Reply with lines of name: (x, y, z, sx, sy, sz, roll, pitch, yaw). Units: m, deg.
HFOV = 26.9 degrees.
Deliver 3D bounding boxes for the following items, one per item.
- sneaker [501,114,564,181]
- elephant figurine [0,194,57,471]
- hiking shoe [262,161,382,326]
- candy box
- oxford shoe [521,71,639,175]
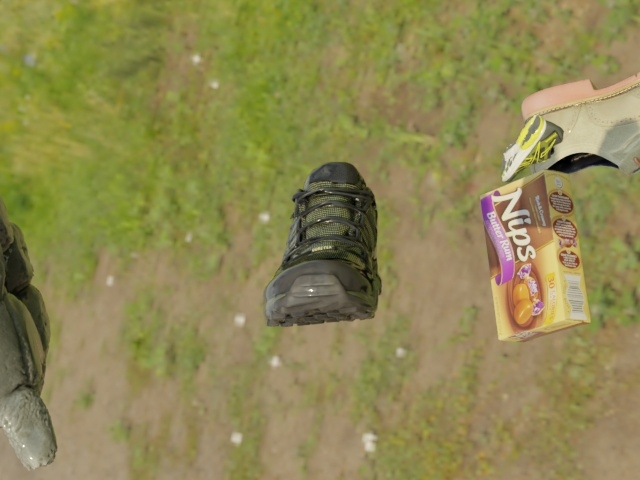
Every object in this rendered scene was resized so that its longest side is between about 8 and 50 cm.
sneaker: (0.189, -0.077, 1.202, 0.083, 0.035, 0.031, 123, 159, -51)
elephant figurine: (-0.305, 0.066, 0.864, 0.186, 0.239, 0.169, -114, 8, -71)
hiking shoe: (0.000, 0.000, 0.990, 0.227, 0.086, 0.114, -40, -56, -84)
candy box: (0.256, 0.019, 1.606, 0.109, 0.053, 0.186, -23, 67, 47)
oxford shoe: (0.486, -0.167, 1.948, 0.397, 0.140, 0.146, -11, 69, 34)
